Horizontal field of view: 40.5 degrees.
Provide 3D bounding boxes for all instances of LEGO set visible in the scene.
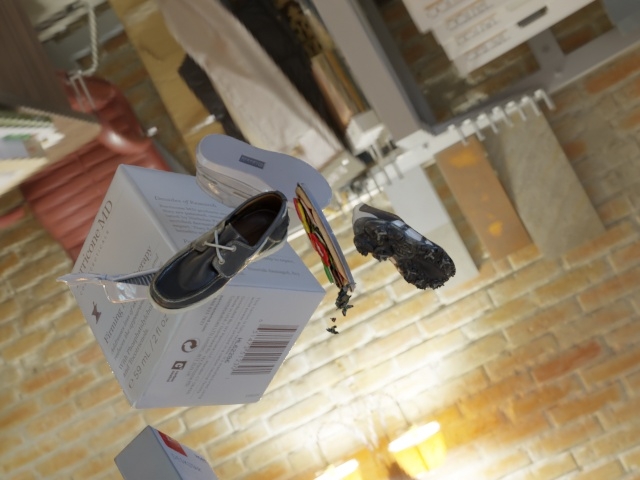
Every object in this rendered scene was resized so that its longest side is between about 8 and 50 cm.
[{"bbox_3d":[0.027,0.097,1.275,0.083,0.023,0.054,-56,149,-18],"label":"LEGO set"}]

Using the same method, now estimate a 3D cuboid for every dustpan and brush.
[{"bbox_3d":[-0.324,0.068,1.398,0.211,0.060,0.147,-11,-177,10],"label":"dustpan and brush"}]

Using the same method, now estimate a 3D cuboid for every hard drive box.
[{"bbox_3d":[-0.226,0.448,1.475,0.089,0.232,0.181,-45,139,-2],"label":"hard drive box"}]

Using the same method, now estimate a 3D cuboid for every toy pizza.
[{"bbox_3d":[0.000,0.000,1.402,0.032,0.201,0.201,-27,174,-5],"label":"toy pizza"}]

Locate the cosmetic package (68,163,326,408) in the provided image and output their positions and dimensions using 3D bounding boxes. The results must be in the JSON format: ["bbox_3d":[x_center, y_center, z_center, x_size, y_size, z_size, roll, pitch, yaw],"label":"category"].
[{"bbox_3d":[-0.270,0.098,1.817,0.327,0.394,0.329,6,123,-43],"label":"cosmetic package"}]

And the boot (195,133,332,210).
[{"bbox_3d":[-0.107,-0.100,1.577,0.123,0.258,0.095,109,8,-59],"label":"boot"}]

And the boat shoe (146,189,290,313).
[{"bbox_3d":[-0.132,0.010,1.141,0.233,0.084,0.079,-36,160,-32],"label":"boat shoe"}]

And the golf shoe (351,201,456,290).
[{"bbox_3d":[0.124,0.003,1.284,0.077,0.094,0.198,-42,127,20],"label":"golf shoe"}]
